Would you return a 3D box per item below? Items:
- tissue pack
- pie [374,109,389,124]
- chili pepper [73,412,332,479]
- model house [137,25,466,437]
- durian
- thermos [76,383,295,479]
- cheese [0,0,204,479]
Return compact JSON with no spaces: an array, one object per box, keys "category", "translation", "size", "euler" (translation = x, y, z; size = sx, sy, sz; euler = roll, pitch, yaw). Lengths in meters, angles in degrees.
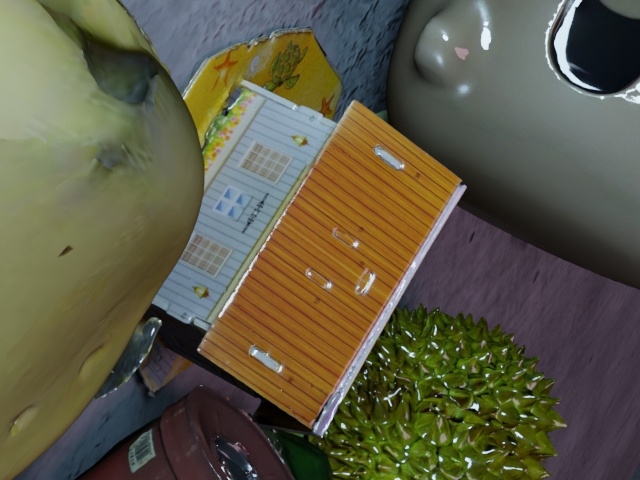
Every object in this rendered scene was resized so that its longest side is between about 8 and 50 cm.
[{"category":"tissue pack","translation":[0.212,-0.171,0.939],"size":[0.387,0.267,0.277],"euler":[-63,163,4]},{"category":"pie","translation":[0.033,-0.048,1.024],"size":[0.085,0.017,0.085],"euler":[-48,155,-32]},{"category":"chili pepper","translation":[-0.059,0.181,0.939],"size":[0.148,0.116,0.264],"euler":[-46,156,-1]},{"category":"model house","translation":[0.000,0.000,0.835],"size":[0.219,0.136,0.207],"euler":[-57,157,-16]},{"category":"durian","translation":[0.083,0.155,1.181],"size":[0.237,0.176,0.200],"euler":[-31,110,-40]},{"category":"thermos","translation":[-0.125,0.171,0.762],"size":[0.232,0.099,0.124],"euler":[-35,122,12]},{"category":"cheese","translation":[-0.145,0.001,0.518],"size":[0.316,0.128,0.260],"euler":[-10,133,-58]}]
